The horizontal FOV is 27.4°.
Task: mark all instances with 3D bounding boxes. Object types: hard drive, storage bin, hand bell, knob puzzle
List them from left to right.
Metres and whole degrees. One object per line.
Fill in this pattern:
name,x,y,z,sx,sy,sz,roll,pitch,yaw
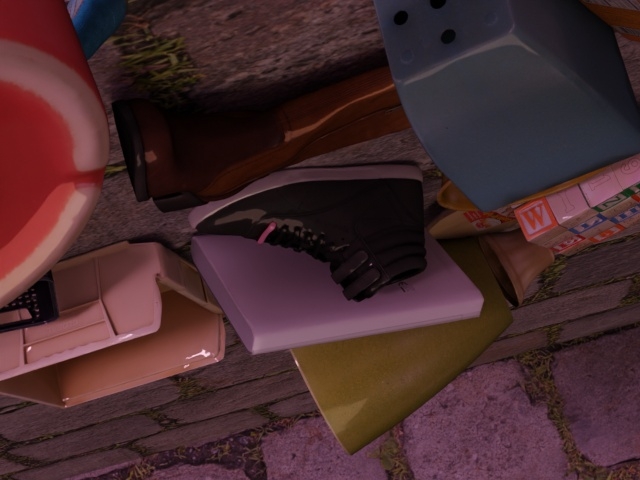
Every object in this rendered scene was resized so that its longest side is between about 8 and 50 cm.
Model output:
storage bin,-0.356,0.039,1.434,0.122,0.084,0.180,-11,163,-12
storage bin,-0.276,0.111,1.681,0.260,0.123,0.262,-17,164,9
hard drive,0.019,0.045,1.616,0.307,0.203,0.040,-8,127,-25
knob puzzle,0.227,-0.046,1.775,0.213,0.030,0.213,-14,165,-4
hand bell,0.355,-0.018,1.903,0.242,0.126,0.126,-30,165,-5

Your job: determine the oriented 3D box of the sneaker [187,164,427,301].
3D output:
sneaker,0.000,0.000,1.511,0.295,0.147,0.104,-7,164,-23

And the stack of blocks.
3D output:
stack of blocks,0.388,-0.092,1.596,0.297,0.087,0.171,-29,160,21

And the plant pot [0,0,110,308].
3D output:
plant pot,-0.238,-0.094,0.633,0.274,0.243,0.275,-26,148,-18

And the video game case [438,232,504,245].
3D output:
video game case,0.201,0.037,2.050,0.193,0.023,0.212,-1,158,-41

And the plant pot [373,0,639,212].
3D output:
plant pot,0.145,-0.153,1.102,0.165,0.166,0.234,-22,156,23

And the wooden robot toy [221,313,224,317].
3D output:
wooden robot toy,-0.209,0.111,1.850,0.173,0.076,0.079,-12,153,-10

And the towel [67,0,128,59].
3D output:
towel,-0.289,-0.022,0.939,0.271,0.040,0.370,-33,-160,49

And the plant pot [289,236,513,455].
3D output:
plant pot,0.113,0.117,1.873,0.293,0.275,0.275,-27,164,2

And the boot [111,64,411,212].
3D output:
boot,-0.038,-0.104,1.216,0.280,0.096,0.264,-16,164,2

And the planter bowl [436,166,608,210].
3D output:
planter bowl,0.219,-0.113,1.426,0.217,0.090,0.217,-14,164,-4

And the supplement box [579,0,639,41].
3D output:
supplement box,0.260,-0.222,1.078,0.080,0.078,0.233,17,-179,29
